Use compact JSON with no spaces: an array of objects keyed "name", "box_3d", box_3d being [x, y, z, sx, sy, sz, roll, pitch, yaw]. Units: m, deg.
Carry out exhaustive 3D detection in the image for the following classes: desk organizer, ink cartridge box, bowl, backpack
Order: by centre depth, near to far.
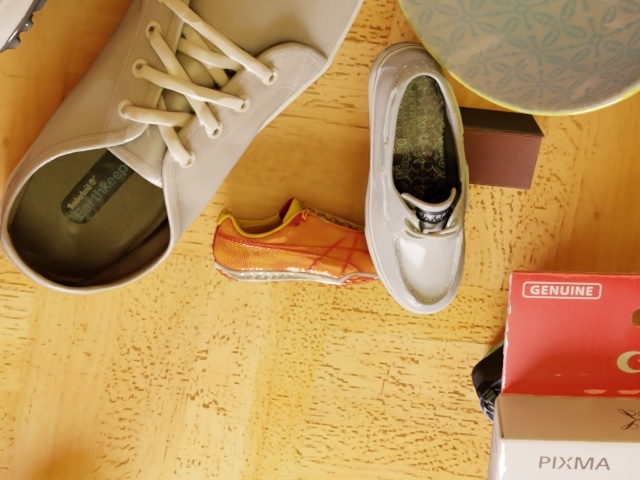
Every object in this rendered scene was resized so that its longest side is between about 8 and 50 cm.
[{"name":"bowl","box_3d":[0.204,-0.246,1.464,0.156,0.289,0.289,-19,126,-50]},{"name":"desk organizer","box_3d":[0.111,-0.078,1.601,0.130,0.047,0.050,5,115,-11]},{"name":"ink cartridge box","box_3d":[0.290,0.149,1.603,0.296,0.066,0.261,1,125,0]},{"name":"backpack","box_3d":[0.198,0.125,1.682,0.105,0.084,0.114,-39,113,16]}]

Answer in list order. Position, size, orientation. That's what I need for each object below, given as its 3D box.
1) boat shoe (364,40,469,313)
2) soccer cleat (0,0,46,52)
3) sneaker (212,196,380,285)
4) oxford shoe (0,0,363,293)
[{"name":"boat shoe","box_3d":[0.076,-0.039,1.537,0.079,0.081,0.227,-8,112,-6]},{"name":"soccer cleat","box_3d":[-0.203,-0.291,1.425,0.116,0.108,0.318,27,109,-15]},{"name":"sneaker","box_3d":[0.000,0.000,1.609,0.175,0.064,0.067,0,104,-13]},{"name":"oxford shoe","box_3d":[-0.096,-0.126,1.486,0.169,0.130,0.449,35,106,-12]}]
